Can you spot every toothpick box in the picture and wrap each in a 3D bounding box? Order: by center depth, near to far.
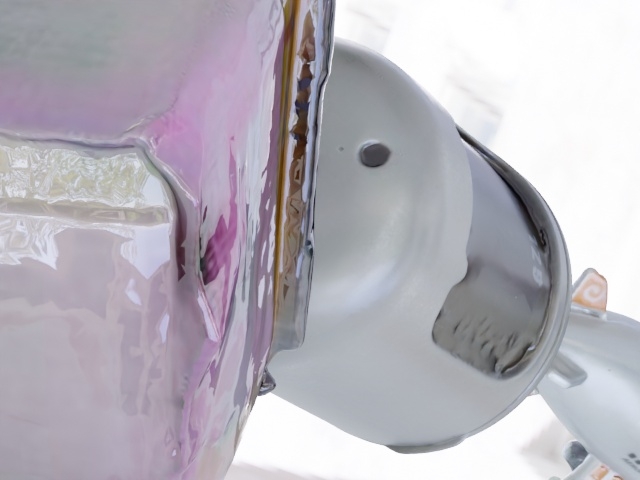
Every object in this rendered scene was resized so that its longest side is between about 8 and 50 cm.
[{"bbox_3d":[0.000,0.000,1.159,0.229,0.229,0.316,28,177,29],"label":"toothpick box"}]

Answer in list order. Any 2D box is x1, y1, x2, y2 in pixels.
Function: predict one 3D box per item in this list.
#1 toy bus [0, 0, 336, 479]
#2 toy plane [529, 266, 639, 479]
[{"bbox_3d":[-0.197,-0.025,0.525,0.386,0.171,0.162,7,-158,4],"label":"toy bus"},{"bbox_3d":[0.224,0.117,1.340,0.245,0.244,0.117,15,-158,-18],"label":"toy plane"}]
